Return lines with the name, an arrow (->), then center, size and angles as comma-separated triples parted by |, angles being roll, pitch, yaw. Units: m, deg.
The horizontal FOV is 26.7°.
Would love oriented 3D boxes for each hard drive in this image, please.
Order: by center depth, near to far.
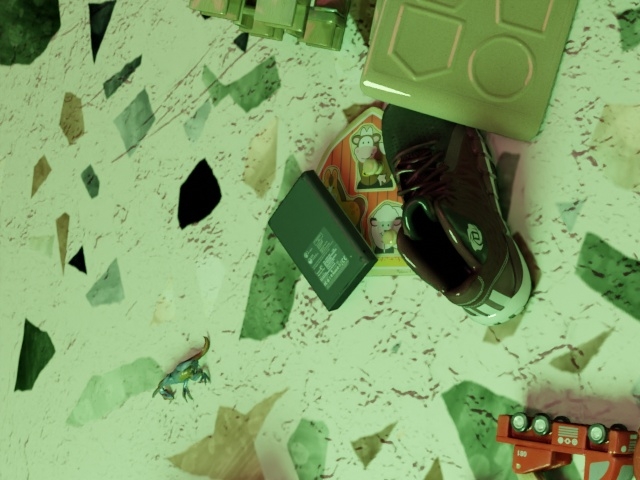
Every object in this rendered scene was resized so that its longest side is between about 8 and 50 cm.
hard drive -> 0.000, 0.000, 1.532 | 0.135, 0.022, 0.094 | 55, 131, 21

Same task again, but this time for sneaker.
sneaker -> 0.115, -0.053, 1.370 | 0.106, 0.162, 0.281 | -34, 64, 20

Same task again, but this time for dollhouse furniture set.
dollhouse furniture set -> 0.006, -0.302, 1.489 | 0.242, 0.212, 0.161 | 12, 94, 15

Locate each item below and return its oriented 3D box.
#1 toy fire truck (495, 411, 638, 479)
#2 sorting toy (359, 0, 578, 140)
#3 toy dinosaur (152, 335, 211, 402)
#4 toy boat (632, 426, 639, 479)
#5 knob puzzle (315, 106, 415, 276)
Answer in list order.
toy fire truck -> 0.216, 0.238, 1.324 | 0.192, 0.047, 0.135 | 3, 86, 41
sorting toy -> 0.158, -0.225, 1.393 | 0.193, 0.038, 0.208 | 16, 98, 1
toy dinosaur -> -0.173, 0.172, 1.696 | 0.082, 0.047, 0.090 | -13, 42, 48
toy boat -> 0.352, 0.215, 1.137 | 0.231, 0.151, 0.151 | 48, 115, 35
knob puzzle -> 0.051, -0.057, 1.525 | 0.213, 0.030, 0.213 | -8, 79, 41
